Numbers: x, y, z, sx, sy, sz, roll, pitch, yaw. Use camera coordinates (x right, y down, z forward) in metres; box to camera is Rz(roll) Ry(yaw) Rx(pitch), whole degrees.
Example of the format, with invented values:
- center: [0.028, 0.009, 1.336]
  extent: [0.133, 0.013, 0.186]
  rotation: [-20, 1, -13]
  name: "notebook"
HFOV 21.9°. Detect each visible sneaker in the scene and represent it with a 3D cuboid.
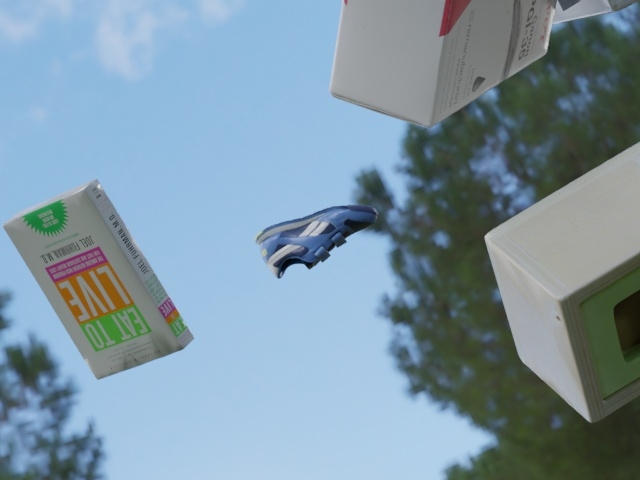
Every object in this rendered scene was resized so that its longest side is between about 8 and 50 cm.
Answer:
- center: [0.000, 0.000, 1.884]
  extent: [0.144, 0.059, 0.053]
  rotation: [-19, -19, 8]
  name: "sneaker"

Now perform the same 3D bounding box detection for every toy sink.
- center: [0.287, 0.024, 1.452]
  extent: [0.234, 0.131, 0.153]
  rotation: [-29, -52, -13]
  name: "toy sink"

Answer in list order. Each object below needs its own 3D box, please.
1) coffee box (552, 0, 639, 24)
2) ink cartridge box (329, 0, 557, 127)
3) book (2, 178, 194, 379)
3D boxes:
- center: [0.356, -0.463, 1.855]
  extent: [0.337, 0.338, 0.334]
  rotation: [-25, 7, -8]
  name: "coffee box"
- center: [0.136, -0.256, 1.612]
  extent: [0.283, 0.117, 0.207]
  rotation: [-34, -41, -53]
  name: "ink cartridge box"
- center: [-0.168, 0.030, 1.266]
  extent: [0.096, 0.144, 0.035]
  rotation: [-20, 17, 39]
  name: "book"
